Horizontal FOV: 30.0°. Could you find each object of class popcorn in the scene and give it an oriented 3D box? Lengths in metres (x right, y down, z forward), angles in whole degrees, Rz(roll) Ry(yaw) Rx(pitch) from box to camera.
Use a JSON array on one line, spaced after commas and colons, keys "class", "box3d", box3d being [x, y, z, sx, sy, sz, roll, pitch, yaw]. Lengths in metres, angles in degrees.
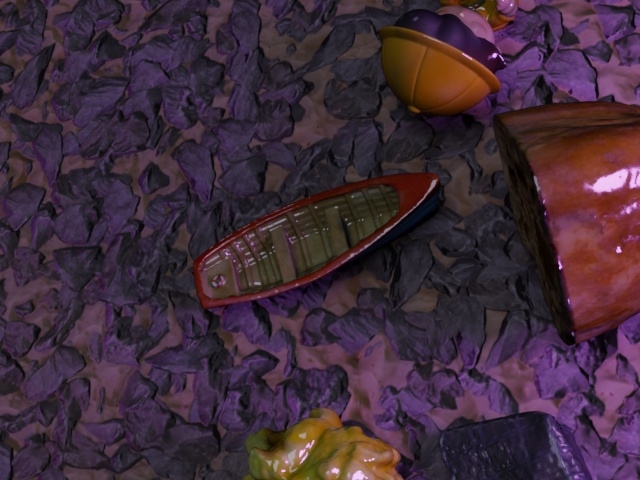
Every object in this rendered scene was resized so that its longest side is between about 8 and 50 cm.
[{"class": "popcorn", "box3d": [-0.003, 0.338, 1.519, 0.256, 0.195, 0.254, -39, 52, 23]}]

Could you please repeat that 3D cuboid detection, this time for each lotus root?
[{"class": "lotus root", "box3d": [0.362, -0.034, 1.531, 0.250, 0.316, 0.316, -15, 61, -6]}]

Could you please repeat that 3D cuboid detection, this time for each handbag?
[{"class": "handbag", "box3d": [0.257, 0.334, 1.488, 0.175, 0.089, 0.270, -27, 60, 17]}]

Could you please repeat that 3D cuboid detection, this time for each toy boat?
[{"class": "toy boat", "box3d": [0.000, 0.000, 1.731, 0.392, 0.079, 0.136, -23, 59, 11]}]

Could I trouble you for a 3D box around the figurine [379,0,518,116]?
[{"class": "figurine", "box3d": [0.199, -0.289, 1.740, 0.192, 0.167, 0.257, 15, 51, 39]}]
